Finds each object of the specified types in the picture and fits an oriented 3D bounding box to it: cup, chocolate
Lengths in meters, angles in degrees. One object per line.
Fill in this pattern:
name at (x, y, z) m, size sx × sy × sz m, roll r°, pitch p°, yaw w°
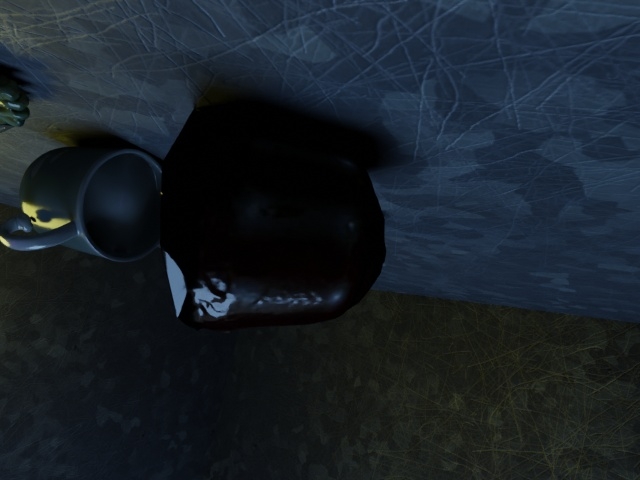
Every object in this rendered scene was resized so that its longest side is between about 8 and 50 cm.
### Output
cup at (-0.573, -0.075, 1.167) m, size 0.275 × 0.259 × 0.357 m, roll 10°, pitch -148°, yaw 30°
chocolate at (-0.056, -0.021, 0.849) m, size 0.332 × 0.383 × 0.383 m, roll 0°, pitch 170°, yaw 2°

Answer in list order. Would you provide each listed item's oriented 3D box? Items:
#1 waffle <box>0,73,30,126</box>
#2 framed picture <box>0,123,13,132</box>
waffle at (-0.673, -0.286, 0.862) m, size 0.309 × 0.056 × 0.292 m, roll 20°, pitch 168°, yaw -34°
framed picture at (-0.817, -0.230, 1.030) m, size 0.192 × 0.018 × 0.265 m, roll -12°, pitch -179°, yaw 27°
